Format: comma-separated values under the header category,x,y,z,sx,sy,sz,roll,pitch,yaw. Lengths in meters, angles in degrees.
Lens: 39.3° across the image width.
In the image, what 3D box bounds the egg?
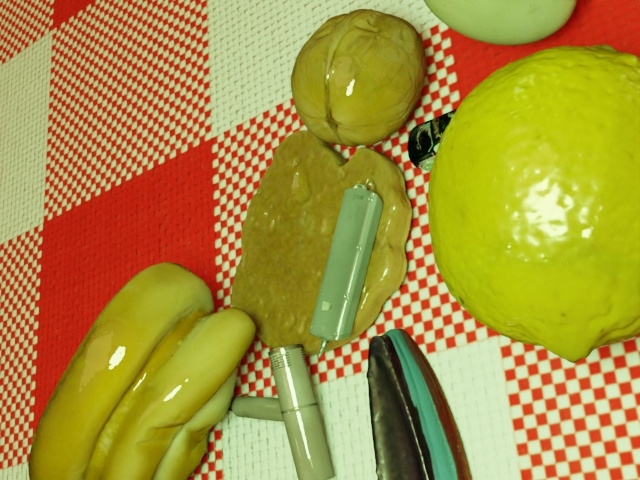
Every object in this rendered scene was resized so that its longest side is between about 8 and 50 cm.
category,x,y,z,sx,sy,sz,roll,pitch,yaw
egg,0.236,-0.362,1.205,0.188,0.189,0.253,-51,60,14

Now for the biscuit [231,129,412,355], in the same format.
category,x,y,z,sx,sy,sz,roll,pitch,yaw
biscuit,0.000,0.000,1.359,0.312,0.057,0.351,-2,75,38

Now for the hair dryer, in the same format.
category,x,y,z,sx,sy,sz,roll,pitch,yaw
hair dryer,-0.079,0.272,1.327,0.220,0.054,0.195,-27,74,46

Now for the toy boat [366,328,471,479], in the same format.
category,x,y,z,sx,sy,sz,roll,pitch,yaw
toy boat,0.120,0.293,1.151,0.136,0.079,0.391,-24,63,30

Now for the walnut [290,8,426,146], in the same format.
category,x,y,z,sx,sy,sz,roll,pitch,yaw
walnut,0.055,-0.239,1.309,0.193,0.193,0.225,-20,34,34

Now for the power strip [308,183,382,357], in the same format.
category,x,y,z,sx,sy,sz,roll,pitch,yaw
power strip,0.033,0.044,1.263,0.060,0.027,0.252,10,84,40

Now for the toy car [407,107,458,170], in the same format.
category,x,y,z,sx,sy,sz,roll,pitch,yaw
toy car,0.180,-0.150,1.266,0.142,0.055,0.069,-22,58,31

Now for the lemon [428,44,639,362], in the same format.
category,x,y,z,sx,sy,sz,roll,pitch,yaw
lemon,0.272,-0.044,0.989,0.336,0.336,0.335,-15,66,36

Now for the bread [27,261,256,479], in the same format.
category,x,y,z,sx,sy,sz,roll,pitch,yaw
bread,-0.275,0.242,1.390,0.423,0.245,0.329,-62,8,17
